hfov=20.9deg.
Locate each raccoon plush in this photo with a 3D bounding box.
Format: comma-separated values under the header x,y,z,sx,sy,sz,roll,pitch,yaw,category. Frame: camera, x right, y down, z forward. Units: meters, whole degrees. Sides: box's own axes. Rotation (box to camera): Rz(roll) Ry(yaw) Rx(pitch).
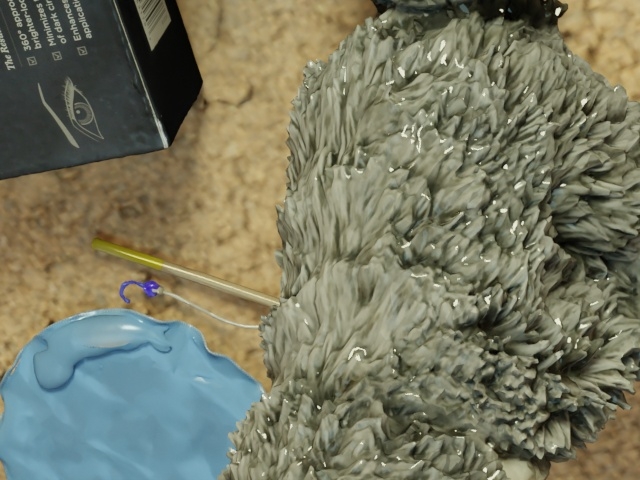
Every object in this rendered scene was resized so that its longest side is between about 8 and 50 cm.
x,y,z,sx,sy,sz,roll,pitch,yaw,category
0.000,0.000,0.816,0.216,0.299,0.446,-12,115,45,raccoon plush

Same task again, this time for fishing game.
x,y,z,sx,sy,sz,roll,pitch,yaw,category
-0.116,0.126,1.088,0.189,0.041,0.264,14,112,3,fishing game

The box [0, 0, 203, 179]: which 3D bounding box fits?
x,y,z,sx,sy,sz,roll,pitch,yaw,category
-0.166,-0.122,0.929,0.158,0.093,0.156,-9,116,15,box
